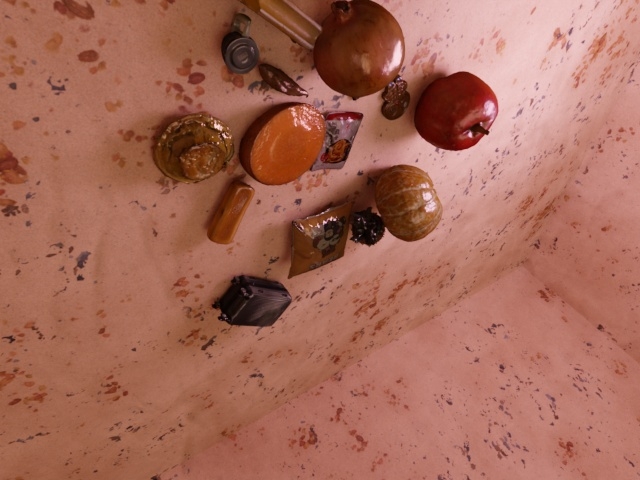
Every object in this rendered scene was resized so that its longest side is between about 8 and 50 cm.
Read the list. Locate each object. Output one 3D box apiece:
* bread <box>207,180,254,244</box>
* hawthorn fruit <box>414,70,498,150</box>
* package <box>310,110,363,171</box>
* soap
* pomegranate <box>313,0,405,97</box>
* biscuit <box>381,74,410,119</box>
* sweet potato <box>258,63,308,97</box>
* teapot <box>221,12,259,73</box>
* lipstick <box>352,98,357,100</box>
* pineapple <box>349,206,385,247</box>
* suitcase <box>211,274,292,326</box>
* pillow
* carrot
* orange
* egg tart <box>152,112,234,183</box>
[{"bbox_3d":[-0.301,-0.097,1.412,0.092,0.074,0.239,17,117,-32],"label":"bread"},{"bbox_3d":[0.512,-0.455,1.537,0.287,0.330,0.287,-14,131,-16],"label":"hawthorn fruit"},{"bbox_3d":[0.052,-0.348,1.492,0.154,0.030,0.239,-10,136,-32],"label":"package"},{"bbox_3d":[-0.117,-0.562,1.012,0.232,0.140,0.073,13,117,-48],"label":"soap"},{"bbox_3d":[0.100,-0.539,1.159,0.252,0.229,0.270,-38,139,-3],"label":"pomegranate"},{"bbox_3d":[0.272,-0.510,1.517,0.124,0.026,0.175,-35,145,-7],"label":"biscuit"},{"bbox_3d":[-0.107,-0.451,1.210,0.060,0.068,0.205,-31,159,33],"label":"sweet potato"},{"bbox_3d":[-0.200,-0.494,1.055,0.124,0.091,0.092,-45,145,17],"label":"teapot"},{"bbox_3d":[0.180,-0.529,1.416,0.176,0.027,0.027,-36,145,-2],"label":"lipstick"},{"bbox_3d":[0.192,-0.055,1.720,0.165,0.165,0.364,-43,174,6],"label":"pineapple"},{"bbox_3d":[-0.280,0.264,1.779,0.202,0.128,0.312,-50,144,16],"label":"suitcase"},{"bbox_3d":[0.000,0.000,1.746,0.310,0.119,0.313,-24,139,-34],"label":"pillow"},{"bbox_3d":[-0.115,-0.311,1.344,0.307,0.100,0.258,-42,144,-10],"label":"carrot"},{"bbox_3d":[0.359,-0.157,1.726,0.249,0.329,0.329,-22,147,13],"label":"orange"},{"bbox_3d":[-0.347,-0.245,1.188,0.241,0.106,0.241,-23,146,-17],"label":"egg tart"}]
